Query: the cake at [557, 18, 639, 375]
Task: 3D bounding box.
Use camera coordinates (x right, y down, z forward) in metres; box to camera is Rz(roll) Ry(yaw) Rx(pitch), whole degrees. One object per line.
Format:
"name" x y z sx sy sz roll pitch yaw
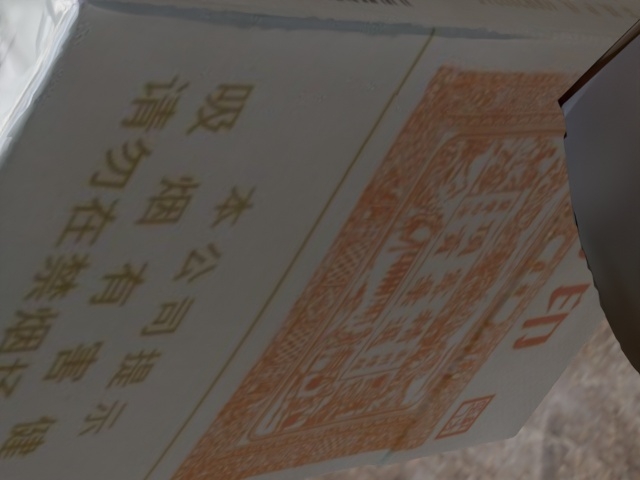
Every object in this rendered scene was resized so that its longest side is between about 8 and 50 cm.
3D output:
"cake" 0.187 -0.035 0.508 0.185 0.178 0.208 -4 124 41

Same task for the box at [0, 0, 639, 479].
"box" 0.001 0.001 0.605 0.051 0.365 0.205 47 120 27
